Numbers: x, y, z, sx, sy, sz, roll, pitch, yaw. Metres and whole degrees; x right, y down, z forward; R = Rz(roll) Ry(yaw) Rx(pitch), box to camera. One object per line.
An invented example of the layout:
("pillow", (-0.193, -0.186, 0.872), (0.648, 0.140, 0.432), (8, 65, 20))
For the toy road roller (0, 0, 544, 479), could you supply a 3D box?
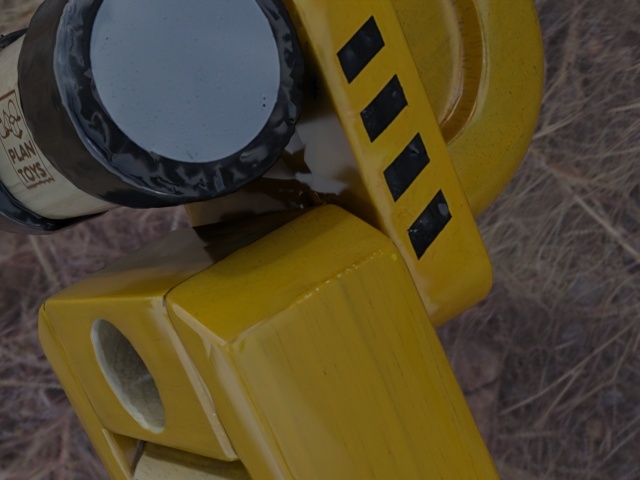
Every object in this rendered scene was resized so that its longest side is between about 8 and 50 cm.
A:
("toy road roller", (0.000, 0.000, 0.498), (0.202, 0.240, 0.329), (-6, 108, 59))
